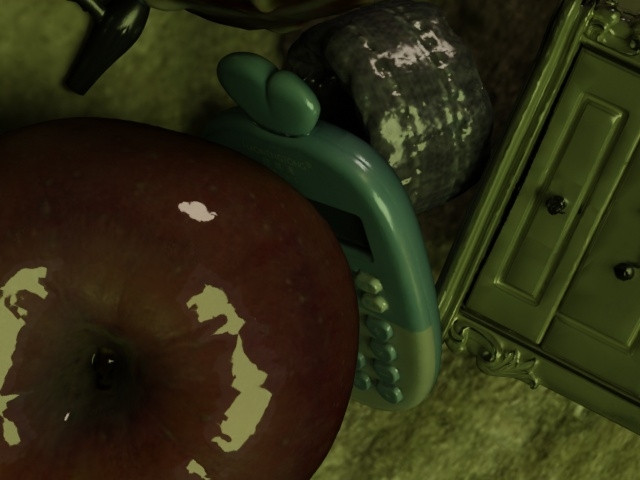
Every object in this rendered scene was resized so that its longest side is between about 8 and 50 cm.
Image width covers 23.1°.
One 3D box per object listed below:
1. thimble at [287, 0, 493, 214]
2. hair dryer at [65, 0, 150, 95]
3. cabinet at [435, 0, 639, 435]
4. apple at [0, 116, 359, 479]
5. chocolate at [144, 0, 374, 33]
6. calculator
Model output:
[{"bbox_3d":[0.046,-0.091,1.095,0.097,0.150,0.150,-22,125,-21],"label":"thimble"},{"bbox_3d":[-0.159,-0.143,1.009,0.083,0.031,0.079,34,101,-27],"label":"hair dryer"},{"bbox_3d":[0.284,-0.009,1.114,0.227,0.318,0.290,-41,156,-61],"label":"cabinet"},{"bbox_3d":[-0.129,0.059,0.979,0.305,0.235,0.306,0,98,-3],"label":"apple"},{"bbox_3d":[-0.057,-0.249,0.897,0.225,0.210,0.340,-53,131,-2],"label":"chocolate"},{"bbox_3d":[0.000,0.000,1.083,0.042,0.188,0.303,-39,132,-30],"label":"calculator"}]
